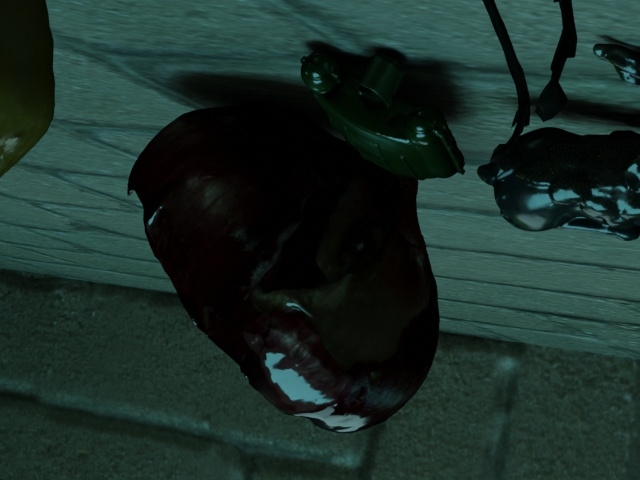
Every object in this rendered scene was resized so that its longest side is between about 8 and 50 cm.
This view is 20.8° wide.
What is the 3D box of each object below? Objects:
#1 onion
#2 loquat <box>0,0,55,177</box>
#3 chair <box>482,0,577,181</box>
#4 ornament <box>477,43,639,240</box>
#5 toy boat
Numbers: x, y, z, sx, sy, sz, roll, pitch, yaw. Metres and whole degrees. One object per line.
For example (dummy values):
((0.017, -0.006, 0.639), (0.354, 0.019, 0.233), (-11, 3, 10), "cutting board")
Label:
((0.000, 0.000, 1.269), (0.272, 0.195, 0.272), (41, -161, -18), "onion")
((-0.238, -0.100, 0.930), (0.187, 0.176, 0.234), (-5, 177, -3), "loquat")
((0.054, -0.140, 0.467), (0.213, 0.149, 0.174), (53, 178, 4), "chair")
((0.177, -0.053, 1.016), (0.202, 0.080, 0.236), (4, 174, 15), "ornament")
((0.046, -0.076, 1.138), (0.104, 0.052, 0.210), (26, 177, 14), "toy boat")
